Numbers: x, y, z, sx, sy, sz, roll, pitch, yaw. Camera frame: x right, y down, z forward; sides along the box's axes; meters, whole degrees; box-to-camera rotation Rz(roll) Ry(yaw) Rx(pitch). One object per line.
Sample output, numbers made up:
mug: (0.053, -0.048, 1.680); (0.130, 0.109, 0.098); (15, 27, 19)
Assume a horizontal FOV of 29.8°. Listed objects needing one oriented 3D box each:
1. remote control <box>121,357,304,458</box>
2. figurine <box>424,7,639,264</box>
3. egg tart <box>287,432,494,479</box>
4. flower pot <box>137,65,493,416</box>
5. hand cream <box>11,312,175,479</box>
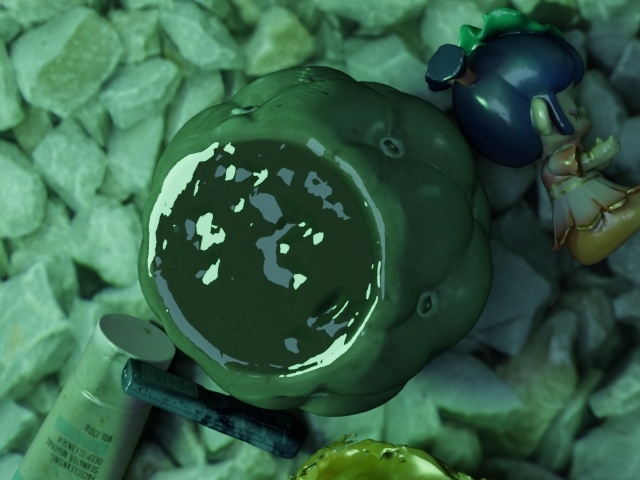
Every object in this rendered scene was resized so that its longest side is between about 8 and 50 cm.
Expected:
remote control: (-0.082, 0.130, 0.931); (0.152, 0.043, 0.027); (23, 109, -17)
figurine: (0.155, -0.072, 0.820); (0.102, 0.111, 0.195); (-33, 82, -1)
egg tart: (0.049, 0.279, 0.834); (0.297, 0.132, 0.297); (14, 111, 40)
flower pot: (0.000, 0.000, 0.834); (0.246, 0.195, 0.246); (3, 97, 22)
hand cream: (-0.218, 0.206, 1.007); (0.111, 0.070, 0.312); (27, 107, 3)
